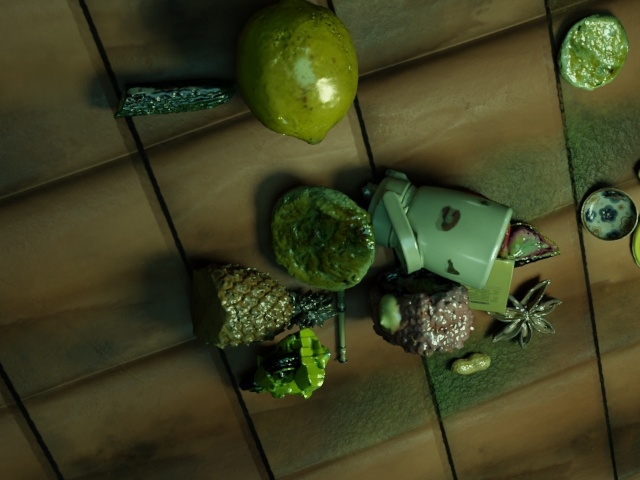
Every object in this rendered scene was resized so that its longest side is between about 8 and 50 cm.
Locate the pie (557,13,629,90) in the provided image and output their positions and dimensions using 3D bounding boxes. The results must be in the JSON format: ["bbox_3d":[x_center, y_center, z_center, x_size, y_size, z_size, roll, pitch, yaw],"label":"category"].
[{"bbox_3d":[0.657,-0.454,1.866,0.187,0.041,0.186,-5,112,-12],"label":"pie"}]

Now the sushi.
[{"bbox_3d":[0.241,0.167,1.893,0.237,0.270,0.170,-12,111,-23],"label":"sushi"}]

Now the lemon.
[{"bbox_3d":[-0.049,-0.351,1.617,0.258,0.258,0.310,-16,109,-7],"label":"lemon"}]

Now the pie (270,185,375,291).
[{"bbox_3d":[0.000,0.000,1.810,0.277,0.078,0.276,9,116,20],"label":"pie"}]

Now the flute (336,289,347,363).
[{"bbox_3d":[0.055,0.212,1.998,0.027,0.027,0.232,-7,113,-11],"label":"flute"}]

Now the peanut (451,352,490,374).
[{"bbox_3d":[0.413,0.339,2.126,0.113,0.054,0.053,-14,114,-8],"label":"peanut"}]

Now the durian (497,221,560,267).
[{"bbox_3d":[0.517,0.009,2.006,0.187,0.119,0.108,-8,76,-14],"label":"durian"}]

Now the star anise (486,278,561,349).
[{"bbox_3d":[0.548,0.207,2.092,0.212,0.073,0.196,-12,110,-6],"label":"star anise"}]

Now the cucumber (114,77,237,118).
[{"bbox_3d":[-0.313,-0.309,1.670,0.265,0.077,0.077,-6,113,-13],"label":"cucumber"}]

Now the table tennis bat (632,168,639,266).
[{"bbox_3d":[0.932,-0.061,2.089,0.224,0.054,0.368,-30,119,-2],"label":"table tennis bat"}]

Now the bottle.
[{"bbox_3d":[0.248,-0.028,1.809,0.352,0.229,0.229,19,108,11],"label":"bottle"}]

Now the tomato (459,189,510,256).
[{"bbox_3d":[0.385,-0.045,1.941,0.189,0.099,0.173,19,126,17],"label":"tomato"}]

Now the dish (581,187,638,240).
[{"bbox_3d":[0.764,-0.074,2.034,0.141,0.078,0.141,8,106,27],"label":"dish"}]

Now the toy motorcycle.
[{"bbox_3d":[-0.069,0.316,1.886,0.206,0.342,0.142,-15,75,-23],"label":"toy motorcycle"}]

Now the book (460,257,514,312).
[{"bbox_3d":[0.399,0.111,1.981,0.168,0.013,0.192,6,134,9],"label":"book"}]

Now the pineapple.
[{"bbox_3d":[-0.131,0.157,1.862,0.362,0.202,0.201,3,112,-35],"label":"pineapple"}]
